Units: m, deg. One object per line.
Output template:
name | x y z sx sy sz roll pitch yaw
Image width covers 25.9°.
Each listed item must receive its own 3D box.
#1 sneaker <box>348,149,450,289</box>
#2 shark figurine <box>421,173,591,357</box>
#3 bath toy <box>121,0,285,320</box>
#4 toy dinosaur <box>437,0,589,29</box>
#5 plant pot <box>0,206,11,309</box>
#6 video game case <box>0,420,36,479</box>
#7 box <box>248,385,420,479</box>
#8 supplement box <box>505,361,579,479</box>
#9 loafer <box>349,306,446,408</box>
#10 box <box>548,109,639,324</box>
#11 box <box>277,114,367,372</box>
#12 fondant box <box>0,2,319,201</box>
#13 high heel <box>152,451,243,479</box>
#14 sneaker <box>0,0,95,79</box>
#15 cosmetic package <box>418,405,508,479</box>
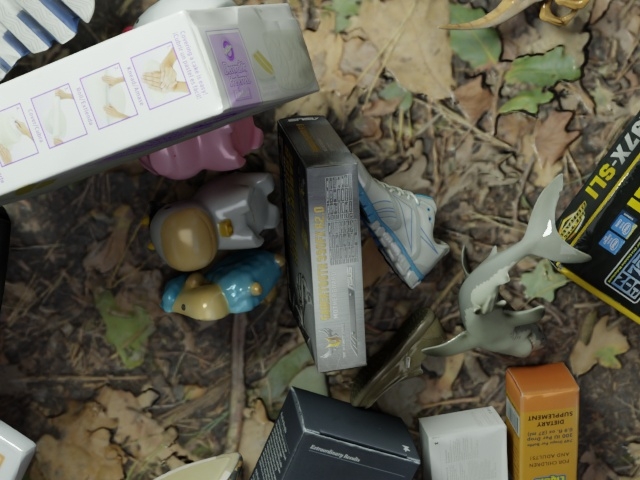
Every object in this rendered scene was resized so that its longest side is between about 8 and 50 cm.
sneaker | 0.083 -0.038 1.564 0.083 0.071 0.191 -37 121 -3
shark figurine | 0.193 0.039 1.573 0.166 0.116 0.278 -7 147 -7
bath toy | -0.137 -0.092 1.468 0.129 0.151 0.348 3 114 25
toy dinosaur | 0.232 -0.276 1.511 0.112 0.064 0.211 38 90 -3
plant pot | -0.411 0.026 1.429 0.187 0.188 0.167 21 93 -17
video game case | -0.500 0.259 1.487 0.329 0.036 0.300 30 104 11
box | 0.003 0.298 1.641 0.153 0.108 0.207 19 108 -17
supplement box | 0.271 0.271 1.706 0.078 0.080 0.233 -6 113 -7
loafer | 0.093 0.146 1.634 0.050 0.056 0.148 40 99 -15
box | 0.452 -0.044 1.625 0.257 0.079 0.322 32 101 -18
box | 0.000 0.000 1.493 0.056 0.183 0.231 -7 112 -9
fondant box | -0.197 -0.118 1.278 0.330 0.238 0.096 -19 93 22
high heel | -0.169 0.376 1.677 0.261 0.093 0.186 -42 140 -10
sneaker | -0.318 -0.240 1.375 0.315 0.182 0.127 -23 122 31
cosmetic package | 0.179 0.328 1.717 0.098 0.060 0.239 -9 111 -10
